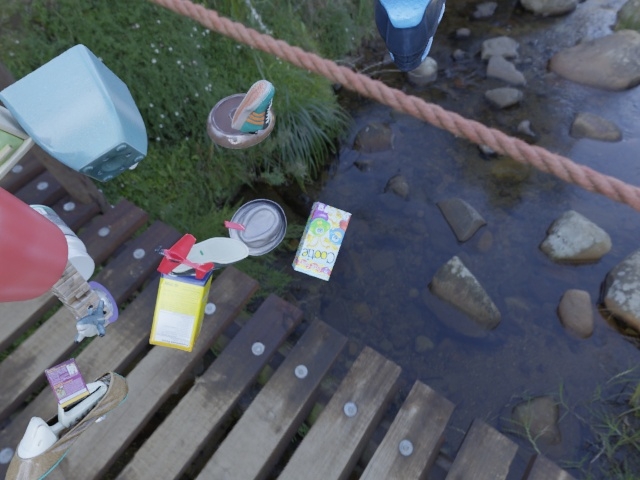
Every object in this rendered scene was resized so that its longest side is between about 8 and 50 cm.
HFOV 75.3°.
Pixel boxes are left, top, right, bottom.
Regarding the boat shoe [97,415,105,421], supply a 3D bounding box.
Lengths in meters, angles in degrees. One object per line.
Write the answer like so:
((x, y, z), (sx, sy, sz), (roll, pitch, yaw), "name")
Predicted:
((-0.825, 0.640, 1.556), (0.035, 0.035, 0.100), (-28, 29, -7), "boat shoe")

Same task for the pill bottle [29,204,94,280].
((-1.097, 0.029, 1.688), (0.361, 0.204, 0.204), (38, 62, 24), "pill bottle")

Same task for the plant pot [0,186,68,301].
((-0.689, 0.015, 0.852), (0.274, 0.243, 0.275), (-2, 75, 8), "plant pot")

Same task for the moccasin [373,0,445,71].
((0.137, -0.396, 0.666), (0.137, 0.117, 0.342), (8, 53, 19), "moccasin")

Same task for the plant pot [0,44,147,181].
((-0.625, -0.308, 1.129), (0.247, 0.248, 0.252), (-32, 86, -2), "plant pot")

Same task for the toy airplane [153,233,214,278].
((-0.319, 0.050, 0.977), (0.151, 0.151, 0.028), (-9, 48, -3), "toy airplane")

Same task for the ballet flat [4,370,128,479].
((-0.661, 0.469, 1.074), (0.116, 0.124, 0.342), (19, 42, 31), "ballet flat")

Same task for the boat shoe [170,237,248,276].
((-0.315, 0.049, 1.159), (0.233, 0.079, 0.084), (-13, 67, -33), "boat shoe")

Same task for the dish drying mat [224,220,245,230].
((-0.333, -0.057, 1.614), (0.083, 0.008, 0.032), (13, 45, -37), "dish drying mat")

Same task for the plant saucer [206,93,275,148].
((-0.357, -0.542, 1.832), (0.310, 0.050, 0.311), (-2, 64, 3), "plant saucer")

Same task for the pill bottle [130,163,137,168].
((-0.848, -0.356, 1.751), (0.137, 0.078, 0.078), (22, 54, 3), "pill bottle")

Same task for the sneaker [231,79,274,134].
((-0.232, -0.501, 1.587), (0.121, 0.302, 0.108), (15, 70, -30), "sneaker")

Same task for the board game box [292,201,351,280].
((0.000, 0.000, 1.657), (0.142, 0.144, 0.276), (19, 91, -9), "board game box")

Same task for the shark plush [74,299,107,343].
((-0.585, 0.198, 1.082), (0.073, 0.067, 0.161), (-10, 23, 6), "shark plush")

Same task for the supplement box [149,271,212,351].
((-0.640, 0.297, 1.924), (0.194, 0.357, 0.195), (14, 14, -6), "supplement box")

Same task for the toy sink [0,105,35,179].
((-0.837, -0.254, 1.036), (0.131, 0.234, 0.153), (43, 88, 5), "toy sink")

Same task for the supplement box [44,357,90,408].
((-0.516, 0.293, 0.849), (0.055, 0.043, 0.083), (-24, 79, -32), "supplement box")

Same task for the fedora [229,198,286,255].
((-0.284, -0.063, 1.884), (0.275, 0.124, 0.244), (-35, 93, -5), "fedora")

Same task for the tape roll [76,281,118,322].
((-0.926, 0.269, 1.701), (0.080, 0.189, 0.189), (-29, 53, -2), "tape roll")

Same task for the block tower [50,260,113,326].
((-0.881, 0.188, 1.486), (0.097, 0.336, 0.091), (13, 46, 29), "block tower")
